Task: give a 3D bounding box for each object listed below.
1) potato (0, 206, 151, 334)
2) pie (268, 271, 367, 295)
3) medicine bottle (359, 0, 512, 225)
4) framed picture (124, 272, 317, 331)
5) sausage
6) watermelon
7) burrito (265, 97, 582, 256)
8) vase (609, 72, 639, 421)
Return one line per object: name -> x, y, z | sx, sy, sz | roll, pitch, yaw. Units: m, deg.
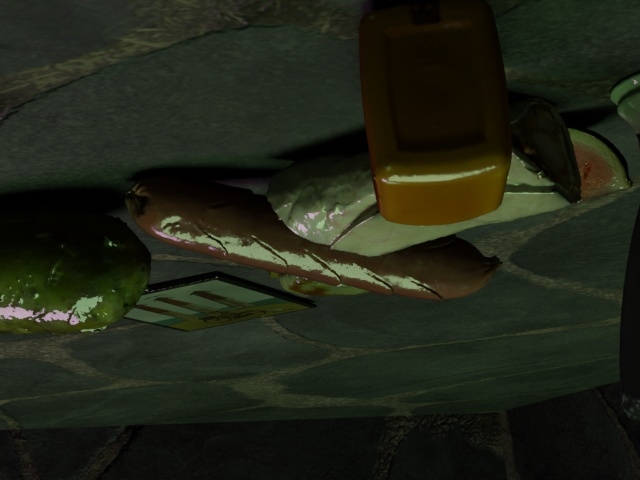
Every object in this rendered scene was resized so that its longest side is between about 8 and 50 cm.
potato -> -0.331, 0.033, 1.539 | 0.298, 0.141, 0.176 | 0, 153, 13
pie -> 0.040, 0.017, 1.702 | 0.201, 0.090, 0.248 | -5, 168, -34
medicine bottle -> 0.094, -0.094, 1.157 | 0.112, 0.149, 0.222 | -6, 167, 3
framed picture -> -0.183, 0.098, 2.119 | 0.244, 0.013, 0.324 | -12, 165, 24
sausage -> 0.000, 0.002, 1.510 | 0.433, 0.088, 0.088 | 11, 162, -16
watermelon -> 0.242, -0.084, 1.441 | 0.163, 0.087, 0.069 | -12, -164, 30
burrito -> 0.104, -0.060, 1.404 | 0.299, 0.105, 0.143 | -14, 154, 34
vase -> 0.352, 0.002, 1.299 | 0.173, 0.321, 0.173 | -4, 169, -1
